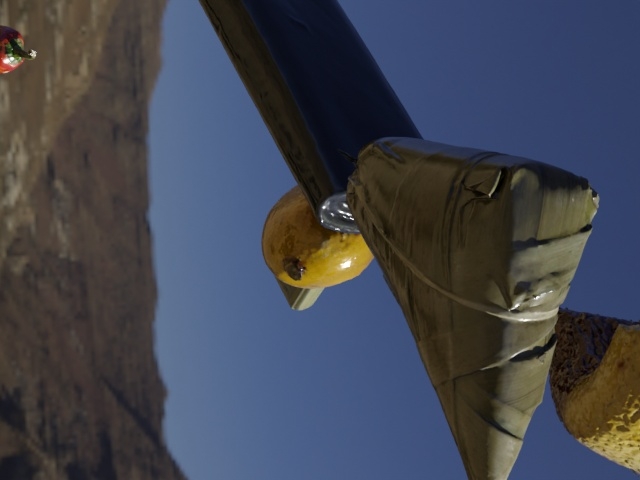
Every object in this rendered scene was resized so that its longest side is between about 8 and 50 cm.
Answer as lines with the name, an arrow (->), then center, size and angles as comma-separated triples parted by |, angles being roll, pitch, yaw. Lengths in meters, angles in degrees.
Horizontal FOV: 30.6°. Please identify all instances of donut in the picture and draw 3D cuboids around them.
donut -> 0.284, 0.141, 1.126 | 0.295, 0.112, 0.151 | -171, -80, -83

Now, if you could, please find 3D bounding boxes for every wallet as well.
wallet -> -0.008, -0.174, 1.211 | 0.062, 0.228, 0.406 | -43, -121, 28

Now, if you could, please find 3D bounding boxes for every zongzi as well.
zongzi -> 0.054, 0.035, 0.639 | 0.189, 0.081, 0.178 | 19, -80, 58

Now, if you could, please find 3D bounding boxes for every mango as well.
mango -> 0.017, -0.033, 1.471 | 0.119, 0.176, 0.317 | 57, 24, -17

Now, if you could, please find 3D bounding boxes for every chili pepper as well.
chili pepper -> -0.370, -0.213, 1.275 | 0.191, 0.050, 0.059 | 18, -70, 33

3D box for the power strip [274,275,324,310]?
power strip -> 0.000, 0.000, 1.873 | 0.092, 0.066, 0.387 | 63, -28, 19
